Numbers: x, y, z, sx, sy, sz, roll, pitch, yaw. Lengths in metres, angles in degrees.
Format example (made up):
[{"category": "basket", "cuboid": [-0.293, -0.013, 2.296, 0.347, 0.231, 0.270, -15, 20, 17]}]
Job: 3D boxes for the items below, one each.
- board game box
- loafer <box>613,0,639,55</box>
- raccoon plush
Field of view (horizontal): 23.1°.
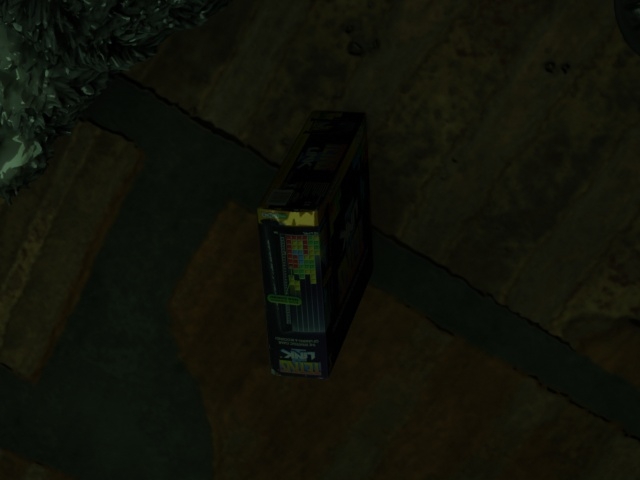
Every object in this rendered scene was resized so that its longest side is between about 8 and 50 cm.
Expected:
[{"category": "board game box", "cuboid": [0.000, 0.000, 1.179, 0.048, 0.170, 0.141, 2, 119, 14]}, {"category": "loafer", "cuboid": [0.306, -0.260, 0.938, 0.134, 0.130, 0.366, 33, 108, 11]}, {"category": "raccoon plush", "cuboid": [-0.095, -0.157, 1.113, 0.447, 0.216, 0.299, 14, 129, 8]}]
